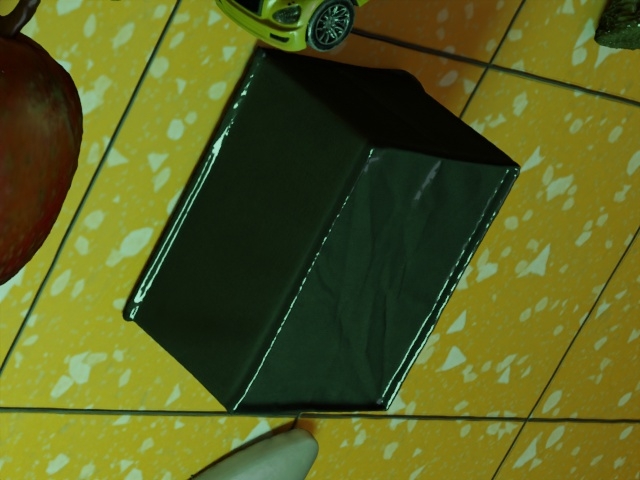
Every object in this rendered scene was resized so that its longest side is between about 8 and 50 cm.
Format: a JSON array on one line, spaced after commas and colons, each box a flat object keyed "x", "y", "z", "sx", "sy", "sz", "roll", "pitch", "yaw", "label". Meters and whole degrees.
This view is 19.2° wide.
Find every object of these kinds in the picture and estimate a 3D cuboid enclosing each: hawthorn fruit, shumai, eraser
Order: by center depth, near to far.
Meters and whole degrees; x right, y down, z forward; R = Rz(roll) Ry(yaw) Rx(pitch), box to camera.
[{"x": -0.327, "y": -0.086, "z": 1.556, "sx": 0.299, "sy": 0.275, "sz": 0.275, "roll": -53, "pitch": 144, "yaw": 3, "label": "hawthorn fruit"}, {"x": 0.381, "y": -0.281, "z": 2.277, "sx": 0.099, "sy": 0.124, "sz": 0.087, "roll": 2, "pitch": 82, "yaw": -25, "label": "shumai"}, {"x": -0.094, "y": 0.329, "z": 2.335, "sx": 0.243, "sy": 0.059, "sz": 0.204, "roll": -42, "pitch": 144, "yaw": -3, "label": "eraser"}]

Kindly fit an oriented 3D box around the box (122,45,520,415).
[{"x": -0.001, "y": -0.001, "z": 2.015, "sx": 0.251, "sy": 0.204, "sz": 0.345, "roll": 6, "pitch": 118, "yaw": -48, "label": "box"}]

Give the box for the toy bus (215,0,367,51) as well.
[{"x": 0.041, "y": -0.330, "z": 1.817, "sx": 0.331, "sy": 0.145, "sz": 0.151, "roll": -39, "pitch": 142, "yaw": -18, "label": "toy bus"}]
